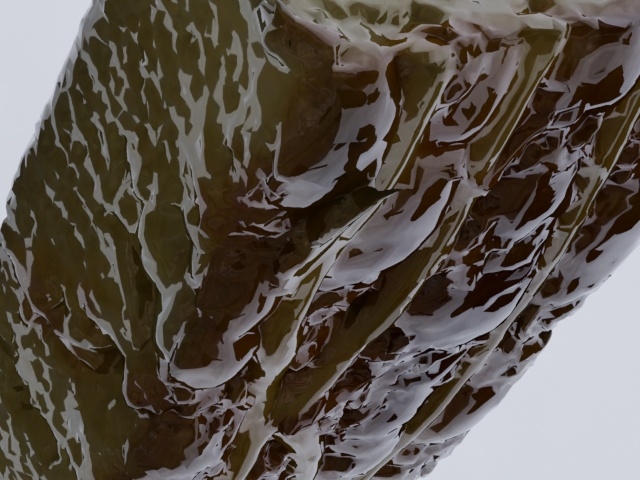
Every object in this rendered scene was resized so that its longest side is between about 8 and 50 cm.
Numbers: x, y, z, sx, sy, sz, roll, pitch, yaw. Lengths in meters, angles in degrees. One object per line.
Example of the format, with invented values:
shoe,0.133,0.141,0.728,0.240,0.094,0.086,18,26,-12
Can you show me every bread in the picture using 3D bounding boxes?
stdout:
bread,0.000,0.000,0.561,0.114,0.185,0.274,53,-41,22
